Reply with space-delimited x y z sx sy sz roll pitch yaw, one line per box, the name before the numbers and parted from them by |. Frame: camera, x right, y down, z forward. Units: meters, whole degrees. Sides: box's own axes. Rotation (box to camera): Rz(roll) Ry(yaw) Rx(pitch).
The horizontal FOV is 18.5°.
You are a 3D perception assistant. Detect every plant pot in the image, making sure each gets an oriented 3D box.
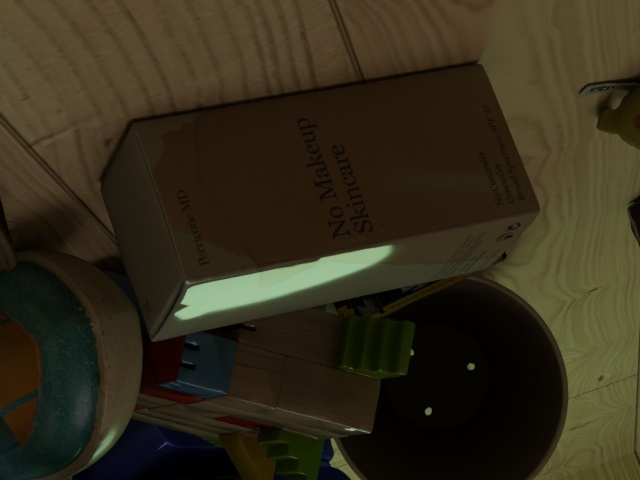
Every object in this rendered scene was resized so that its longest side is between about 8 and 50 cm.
plant pot | 0.137 0.160 2.204 0.256 0.256 0.274 -20 180 2

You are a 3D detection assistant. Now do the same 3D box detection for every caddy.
caddy | -0.125 0.284 2.253 0.341 0.241 0.179 1 147 -47

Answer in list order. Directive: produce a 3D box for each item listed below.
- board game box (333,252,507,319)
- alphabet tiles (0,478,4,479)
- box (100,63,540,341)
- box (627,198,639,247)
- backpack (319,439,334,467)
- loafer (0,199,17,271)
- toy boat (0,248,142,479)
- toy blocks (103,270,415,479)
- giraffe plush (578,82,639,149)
board game box | 0.100 0.033 1.969 0.170 0.048 0.141 -25 180 6
alphabet tiles | -0.423 0.234 1.796 0.342 0.285 0.011 -13 122 -22
box | -0.002 -0.032 1.568 0.311 0.148 0.121 -13 161 -25
box | 0.523 -0.065 2.049 0.191 0.143 0.381 -6 157 -35
backpack | -0.052 0.280 2.551 0.120 0.101 0.098 -19 157 12
loafer | -0.266 -0.016 1.490 0.050 0.056 0.148 -17 153 -5
toy boat | -0.223 0.166 1.636 0.148 0.318 0.267 -15 162 -36
toy blocks | -0.122 0.110 1.820 0.261 0.191 0.381 17 165 -24
giraffe plush | 0.354 -0.079 1.760 0.210 0.170 0.181 -16 163 -11
